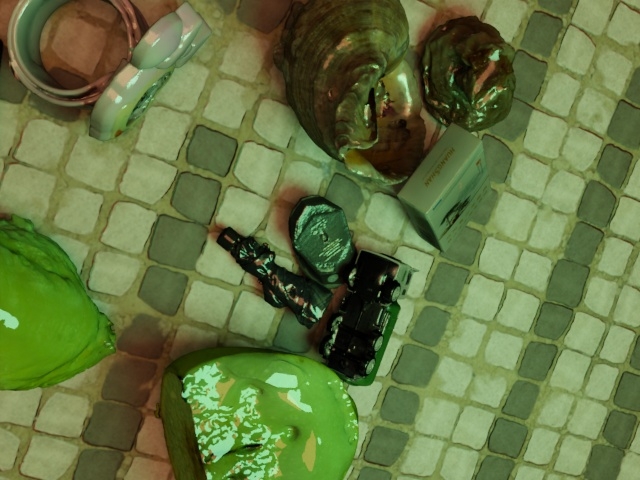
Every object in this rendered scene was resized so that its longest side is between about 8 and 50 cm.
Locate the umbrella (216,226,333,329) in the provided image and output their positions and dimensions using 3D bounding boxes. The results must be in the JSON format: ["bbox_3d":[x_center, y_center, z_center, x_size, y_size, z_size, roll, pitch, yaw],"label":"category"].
[{"bbox_3d":[-0.086,0.060,1.198,0.224,0.071,0.080,39,72,-11],"label":"umbrella"}]

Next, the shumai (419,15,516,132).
[{"bbox_3d":[0.273,-0.279,1.187,0.166,0.175,0.206,-34,109,-8],"label":"shumai"}]

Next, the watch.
[{"bbox_3d":[-0.321,-0.294,1.021,0.217,0.211,0.248,40,95,-9],"label":"watch"}]

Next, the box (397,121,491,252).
[{"bbox_3d":[0.215,-0.081,1.182,0.067,0.233,0.149,34,85,23],"label":"box"}]

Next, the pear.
[{"bbox_3d":[-0.087,0.317,1.162,0.318,0.238,0.342,-14,97,-25],"label":"pear"}]

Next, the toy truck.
[{"bbox_3d":[0.085,0.141,1.232,0.125,0.101,0.242,12,98,-60],"label":"toy truck"}]

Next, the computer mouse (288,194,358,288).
[{"bbox_3d":[0.000,0.000,1.213,0.106,0.062,0.192,-34,123,-11],"label":"computer mouse"}]

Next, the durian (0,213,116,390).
[{"bbox_3d":[-0.463,0.093,1.008,0.204,0.340,0.256,-27,81,10],"label":"durian"}]

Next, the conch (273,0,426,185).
[{"bbox_3d":[0.048,-0.228,1.115,0.297,0.210,0.352,43,53,-36],"label":"conch"}]

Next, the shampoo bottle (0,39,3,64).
[{"bbox_3d":[-0.522,-0.219,1.024,0.080,0.079,0.246,8,96,-17],"label":"shampoo bottle"}]
